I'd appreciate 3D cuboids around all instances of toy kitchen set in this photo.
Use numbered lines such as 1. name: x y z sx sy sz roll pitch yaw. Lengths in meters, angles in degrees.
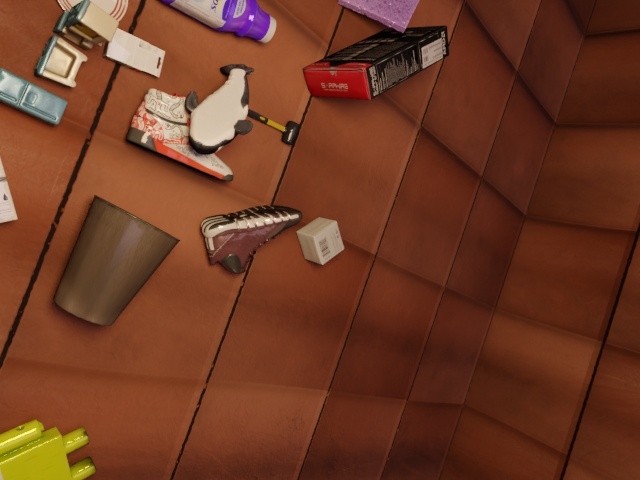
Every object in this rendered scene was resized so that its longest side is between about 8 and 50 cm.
1. toy kitchen set: -0.482 -0.328 0.850 0.122 0.166 0.207 25 84 -43

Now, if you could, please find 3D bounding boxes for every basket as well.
1. basket: -0.440 0.051 1.002 0.204 0.154 0.226 34 81 -44

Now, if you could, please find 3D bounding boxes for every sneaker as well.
1. sneaker: -0.294 -0.243 1.094 0.270 0.090 0.145 22 88 -40
2. sneaker: -0.179 0.002 1.266 0.281 0.106 0.162 -11 113 -29

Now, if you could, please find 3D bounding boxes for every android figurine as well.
1. android figurine: -0.632 0.513 1.005 0.273 0.056 0.248 -19 113 -38

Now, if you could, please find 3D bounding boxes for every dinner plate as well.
1. dinner plate: -0.454 -0.496 0.935 0.141 0.017 0.141 -11 107 -40

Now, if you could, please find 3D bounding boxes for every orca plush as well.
1. orca plush: -0.237 -0.289 1.089 0.151 0.102 0.287 10 57 -19

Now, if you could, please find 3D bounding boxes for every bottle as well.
1. bottle: -0.229 -0.541 1.075 0.283 0.092 0.118 14 90 -43

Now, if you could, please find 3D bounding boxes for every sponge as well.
1. sponge: 0.169 -0.689 1.351 0.210 0.031 0.117 24 81 -2

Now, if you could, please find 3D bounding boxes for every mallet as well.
1. mallet: -0.139 -0.306 1.261 0.190 0.039 0.062 9 97 -38

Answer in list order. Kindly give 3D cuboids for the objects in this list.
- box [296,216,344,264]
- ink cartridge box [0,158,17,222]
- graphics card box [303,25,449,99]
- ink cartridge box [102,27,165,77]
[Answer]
1. box: 0.000 0.000 1.423 0.102 0.087 0.101 -35 122 -31
2. ink cartridge box: -0.624 -0.096 0.856 0.099 0.056 0.135 -19 114 -37
3. graphics card box: 0.164 -0.509 1.343 0.371 0.233 0.094 -38 128 -30
4. ink cartridge box: -0.395 -0.397 1.006 0.115 0.029 0.062 13 91 -44
